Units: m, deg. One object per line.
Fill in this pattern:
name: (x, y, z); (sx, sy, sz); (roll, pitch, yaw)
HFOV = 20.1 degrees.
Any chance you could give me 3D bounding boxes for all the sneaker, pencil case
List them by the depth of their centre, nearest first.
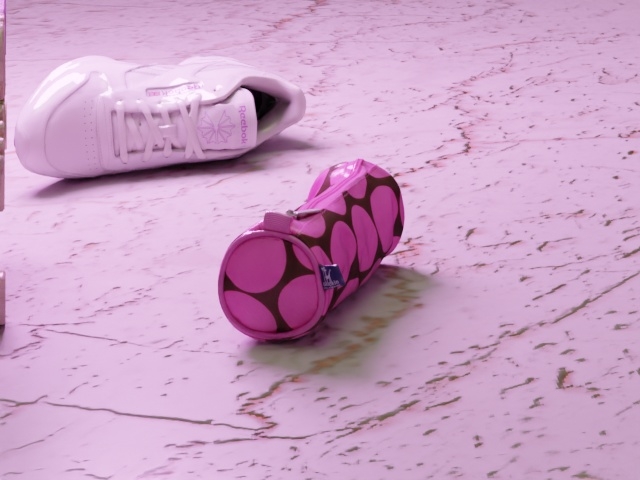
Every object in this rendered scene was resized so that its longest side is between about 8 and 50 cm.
pencil case: (0.000, 0.000, 1.350); (0.095, 0.098, 0.209); (2, 17, 17)
sneaker: (-0.152, -0.127, 1.771); (0.305, 0.114, 0.152); (-16, 20, -35)

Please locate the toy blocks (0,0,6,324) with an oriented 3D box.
toy blocks: (-0.365, -0.122, 1.344); (0.260, 0.309, 0.288); (0, 40, -9)
